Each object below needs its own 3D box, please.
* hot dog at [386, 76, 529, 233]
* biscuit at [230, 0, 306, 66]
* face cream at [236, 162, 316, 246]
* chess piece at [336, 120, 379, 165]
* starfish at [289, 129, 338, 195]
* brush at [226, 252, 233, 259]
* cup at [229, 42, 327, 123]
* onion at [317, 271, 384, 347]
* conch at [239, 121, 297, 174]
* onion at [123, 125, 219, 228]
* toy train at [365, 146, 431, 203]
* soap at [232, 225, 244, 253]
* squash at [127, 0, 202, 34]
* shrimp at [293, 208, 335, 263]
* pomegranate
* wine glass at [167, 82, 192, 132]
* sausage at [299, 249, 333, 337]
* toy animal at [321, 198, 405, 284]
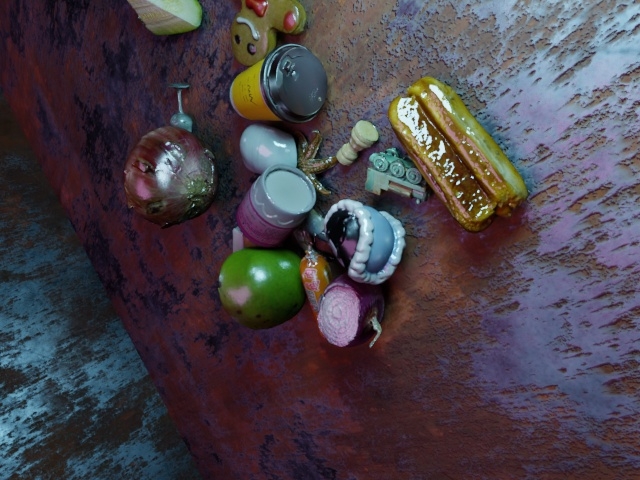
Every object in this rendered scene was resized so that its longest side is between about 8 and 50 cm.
[{"bbox_3d":[0.282,-0.182,0.962,0.158,0.117,0.349,-39,81,27],"label":"hot dog"},{"bbox_3d":[-0.137,-0.646,1.164,0.283,0.064,0.432,47,128,18],"label":"biscuit"},{"bbox_3d":[-0.128,-0.098,1.300,0.175,0.175,0.195,56,140,9],"label":"face cream"},{"bbox_3d":[0.091,-0.242,1.166,0.066,0.066,0.122,56,142,10],"label":"chess piece"},{"bbox_3d":[-0.039,-0.218,1.308,0.238,0.057,0.213,-18,88,47],"label":"starfish"},{"bbox_3d":[-0.296,0.018,1.699,0.062,0.027,0.266,47,131,18],"label":"brush"},{"bbox_3d":[-0.122,-0.402,1.220,0.280,0.196,0.196,8,114,51],"label":"cup"},{"bbox_3d":[0.096,0.186,1.271,0.201,0.201,0.207,-14,95,47],"label":"onion"},{"bbox_3d":[-0.157,-0.256,1.352,0.221,0.121,0.185,17,145,51],"label":"conch"},{"bbox_3d":[-0.507,-0.214,1.556,0.354,0.354,0.353,21,122,37],"label":"onion"},{"bbox_3d":[0.196,-0.151,1.101,0.176,0.074,0.118,26,135,29],"label":"toy train"},{"bbox_3d":[-0.240,0.028,1.572,0.064,0.121,0.183,29,128,34],"label":"soap"},{"bbox_3d":[-0.498,-0.776,1.454,0.289,0.111,0.203,15,152,43],"label":"squash"},{"bbox_3d":[-0.006,0.003,1.369,0.289,0.075,0.178,30,133,32],"label":"shrimp"},{"bbox_3d":[-0.153,0.098,1.416,0.216,0.310,0.358,-3,88,27],"label":"pomegranate"},{"bbox_3d":[-0.502,-0.458,1.637,0.079,0.079,0.195,24,123,36],"label":"wine glass"},{"bbox_3d":[0.003,0.154,1.350,0.093,0.093,0.312,18,137,39],"label":"sausage"},{"bbox_3d":[0.118,-0.007,1.155,0.156,0.204,0.208,-51,45,28],"label":"toy animal"}]
